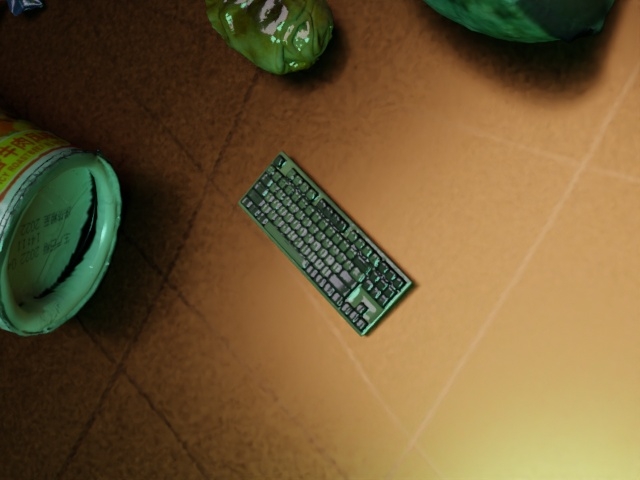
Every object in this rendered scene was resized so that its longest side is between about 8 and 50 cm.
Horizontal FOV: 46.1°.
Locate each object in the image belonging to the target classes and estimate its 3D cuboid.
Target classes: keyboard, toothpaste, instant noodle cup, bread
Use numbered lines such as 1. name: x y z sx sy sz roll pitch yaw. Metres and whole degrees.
1. keyboard: 0.000 0.000 0.490 0.049 0.015 0.129 -46 69 8
2. toothpaste: -0.255 -0.220 0.622 0.027 0.019 0.083 -25 73 -9
3. instant noodle cup: -0.261 -0.033 0.520 0.212 0.193 0.193 19 88 15
4. bread: -0.039 -0.157 0.509 0.066 0.060 0.110 -37 69 -20

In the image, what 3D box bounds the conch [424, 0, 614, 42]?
1. conch: 0.105 -0.215 0.431 0.176 0.122 0.188 23 92 2
